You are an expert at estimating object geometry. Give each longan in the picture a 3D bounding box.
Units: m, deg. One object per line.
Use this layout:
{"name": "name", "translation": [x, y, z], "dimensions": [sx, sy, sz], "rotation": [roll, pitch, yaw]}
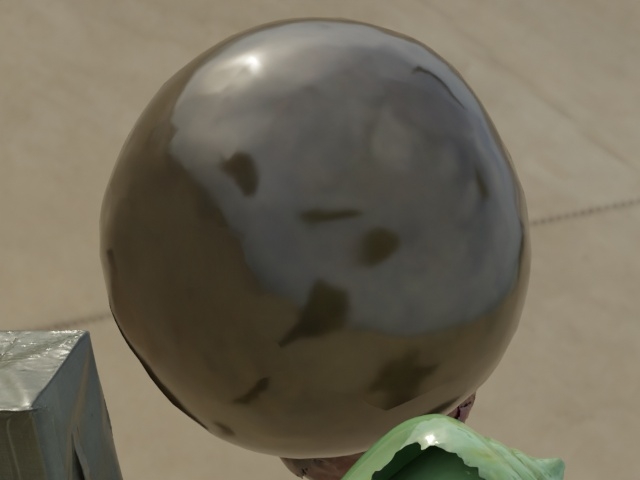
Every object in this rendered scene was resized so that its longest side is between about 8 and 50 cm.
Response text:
{"name": "longan", "translation": [0.003, -0.002, 1.250], "dimensions": [0.297, 0.297, 0.297], "rotation": [25, 27, -14]}

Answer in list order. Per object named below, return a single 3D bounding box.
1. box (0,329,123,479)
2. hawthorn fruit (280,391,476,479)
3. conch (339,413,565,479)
{"name": "box", "translation": [-0.283, 0.218, 1.801], "dimensions": [0.155, 0.231, 0.149], "rotation": [-3, 26, 17]}
{"name": "hawthorn fruit", "translation": [0.059, 0.109, 1.604], "dimensions": [0.235, 0.181, 0.181], "rotation": [-24, 58, -37]}
{"name": "conch", "translation": [0.030, 0.198, 0.900], "dimensions": [0.143, 0.250, 0.137], "rotation": [34, -18, 18]}
